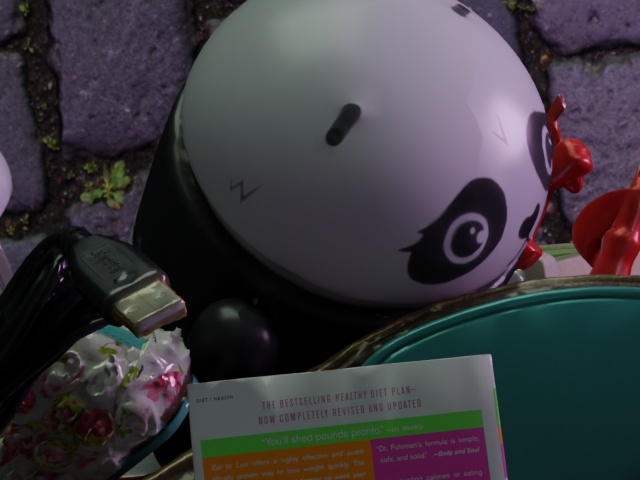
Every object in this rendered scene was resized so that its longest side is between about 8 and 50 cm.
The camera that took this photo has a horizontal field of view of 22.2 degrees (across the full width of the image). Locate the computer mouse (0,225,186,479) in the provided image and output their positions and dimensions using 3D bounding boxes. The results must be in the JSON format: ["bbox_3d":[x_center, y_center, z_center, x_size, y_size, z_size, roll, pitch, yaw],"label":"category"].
[{"bbox_3d":[-0.078,0.103,0.502,0.060,0.184,0.262,30,6,-27],"label":"computer mouse"}]

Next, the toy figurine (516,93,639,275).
[{"bbox_3d":[0.279,0.048,0.777,0.362,0.191,0.217,-3,-27,39],"label":"toy figurine"}]

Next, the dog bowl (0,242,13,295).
[{"bbox_3d":[-0.346,0.016,1.490,0.102,0.349,0.349,-21,5,-8],"label":"dog bowl"}]

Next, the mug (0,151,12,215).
[{"bbox_3d":[-0.384,0.035,1.170,0.328,0.276,0.374,10,45,46],"label":"mug"}]

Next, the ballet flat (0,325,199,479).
[{"bbox_3d":[-0.146,0.099,0.687,0.241,0.077,0.091,-43,18,27],"label":"ballet flat"}]

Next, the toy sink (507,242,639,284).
[{"bbox_3d":[0.127,0.070,1.162,0.153,0.131,0.234,-5,4,39],"label":"toy sink"}]

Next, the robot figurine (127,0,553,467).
[{"bbox_3d":[0.001,0.002,0.766,0.173,0.209,0.278,1,-35,-19],"label":"robot figurine"}]

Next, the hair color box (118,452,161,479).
[{"bbox_3d":[-0.099,0.132,0.867,0.093,0.053,0.167,-5,6,-1],"label":"hair color box"}]

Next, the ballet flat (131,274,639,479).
[{"bbox_3d":[0.010,0.109,0.665,0.342,0.116,0.124,-26,-7,-16],"label":"ballet flat"}]

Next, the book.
[{"bbox_3d":[0.014,0.111,0.496,0.096,0.144,0.035,-6,-12,3],"label":"book"}]
